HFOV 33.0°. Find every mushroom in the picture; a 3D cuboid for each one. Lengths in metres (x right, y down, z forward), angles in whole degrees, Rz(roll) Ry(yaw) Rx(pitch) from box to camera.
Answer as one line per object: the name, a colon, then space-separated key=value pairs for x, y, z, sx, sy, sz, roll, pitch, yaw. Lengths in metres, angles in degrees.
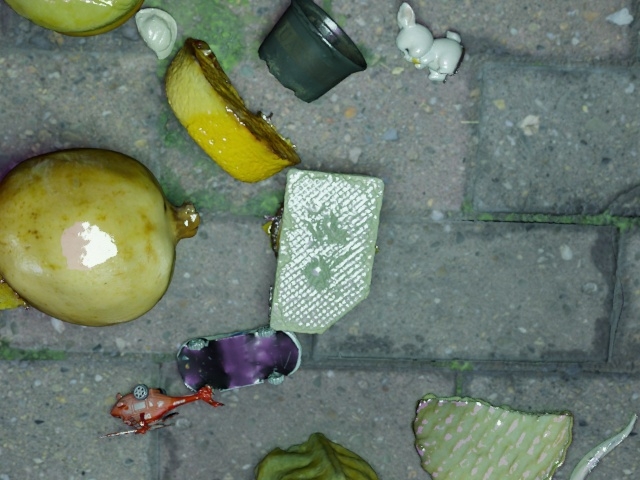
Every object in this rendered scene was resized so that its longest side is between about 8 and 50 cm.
mushroom: x=0.457 y=0.427 z=1.837 sx=0.068 sy=0.043 sz=0.306 roll=12 pitch=99 yaw=-22

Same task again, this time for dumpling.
dumpling: x=-0.248 y=-0.323 z=1.660 sx=0.059 sy=0.043 sz=0.077 roll=-36 pitch=98 yaw=-18

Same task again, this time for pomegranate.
pomegranate: x=-0.350 y=-0.009 z=1.590 sx=0.307 sy=0.307 sz=0.307 roll=0 pitch=101 yaw=-2

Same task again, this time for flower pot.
flower pot: x=-0.020 y=-0.282 z=1.629 sx=0.157 sy=0.157 sz=0.107 roll=44 pitch=110 yaw=-9

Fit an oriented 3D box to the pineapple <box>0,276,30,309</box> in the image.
pineapple: x=-0.563 y=0.047 z=1.699 sx=0.233 sy=0.079 sz=0.135 roll=-3 pitch=99 yaw=-2

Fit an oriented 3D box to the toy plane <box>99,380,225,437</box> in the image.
toy plane: x=-0.256 y=0.262 z=1.731 sx=0.194 sy=0.126 sz=0.077 roll=-25 pitch=66 yaw=39

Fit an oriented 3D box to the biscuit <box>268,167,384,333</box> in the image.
biscuit: x=0.007 y=0.020 z=1.635 sx=0.150 sy=0.052 sz=0.252 roll=8 pitch=99 yaw=-6

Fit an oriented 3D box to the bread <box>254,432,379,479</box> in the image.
bread: x=0.003 y=0.437 z=1.711 sx=0.238 sy=0.252 sz=0.196 roll=34 pitch=96 yaw=-5

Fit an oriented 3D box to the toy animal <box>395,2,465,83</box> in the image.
toy animal: x=0.159 y=-0.302 z=1.664 sx=0.124 sy=0.071 sz=0.085 roll=26 pitch=100 yaw=-7

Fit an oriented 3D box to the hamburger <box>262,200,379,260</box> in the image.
hamburger: x=0.004 y=0.001 z=1.705 sx=0.189 sy=0.093 sz=0.164 roll=44 pitch=96 yaw=-11

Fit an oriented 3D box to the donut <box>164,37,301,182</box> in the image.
donut: x=-0.146 y=-0.186 z=1.634 sx=0.101 sy=0.152 sz=0.259 roll=-37 pitch=98 yaw=12

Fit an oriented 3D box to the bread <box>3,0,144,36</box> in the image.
bread: x=-0.369 y=-0.431 z=1.580 sx=0.269 sy=0.148 sz=0.270 roll=0 pitch=105 yaw=-1

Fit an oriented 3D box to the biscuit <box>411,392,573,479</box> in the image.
biscuit: x=0.279 y=0.354 z=1.814 sx=0.273 sy=0.036 sz=0.187 roll=10 pitch=100 yaw=-5

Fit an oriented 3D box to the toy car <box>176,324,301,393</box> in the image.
toy car: x=-0.131 y=0.192 z=1.754 sx=0.204 sy=0.056 sz=0.095 roll=-11 pitch=101 yaw=3
